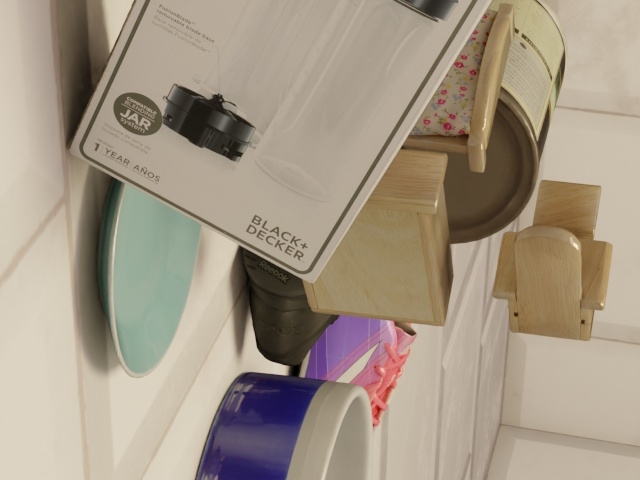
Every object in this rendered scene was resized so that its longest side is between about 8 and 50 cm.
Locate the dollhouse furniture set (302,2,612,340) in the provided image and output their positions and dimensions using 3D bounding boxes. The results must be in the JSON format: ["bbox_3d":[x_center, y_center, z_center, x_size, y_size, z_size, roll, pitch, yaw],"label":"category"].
[{"bbox_3d":[0.084,-0.133,1.287,0.174,0.303,0.355,76,24,-59],"label":"dollhouse furniture set"}]

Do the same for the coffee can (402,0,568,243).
[{"bbox_3d":[0.155,-0.150,1.870,0.275,0.202,0.201,-64,159,-56],"label":"coffee can"}]

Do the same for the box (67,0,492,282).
[{"bbox_3d":[-0.005,-0.132,0.932,0.290,0.169,0.087,-60,-176,38],"label":"box"}]

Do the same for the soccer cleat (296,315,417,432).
[{"bbox_3d":[0.035,0.127,1.686,0.108,0.116,0.318,-44,140,-72],"label":"soccer cleat"}]

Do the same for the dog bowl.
[{"bbox_3d":[-0.033,0.248,1.475,0.265,0.104,0.264,8,90,-78],"label":"dog bowl"}]

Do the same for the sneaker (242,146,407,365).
[{"bbox_3d":[0.000,0.000,1.518,0.286,0.109,0.130,-52,156,-50],"label":"sneaker"}]

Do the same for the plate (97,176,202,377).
[{"bbox_3d":[-0.113,-0.005,1.115,0.188,0.024,0.188,8,90,-78],"label":"plate"}]
